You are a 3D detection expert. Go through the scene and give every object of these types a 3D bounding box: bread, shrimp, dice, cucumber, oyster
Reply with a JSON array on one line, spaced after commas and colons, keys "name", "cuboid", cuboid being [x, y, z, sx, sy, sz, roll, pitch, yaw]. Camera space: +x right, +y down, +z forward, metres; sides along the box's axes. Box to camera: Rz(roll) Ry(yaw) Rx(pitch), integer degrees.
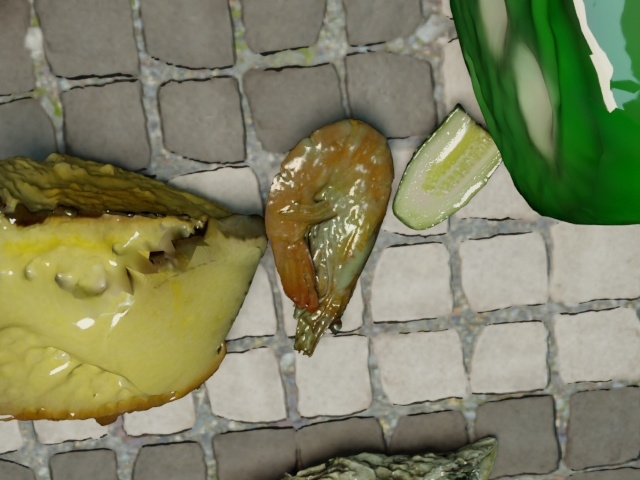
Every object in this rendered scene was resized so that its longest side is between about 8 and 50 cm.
[{"name": "bread", "cuboid": [-0.195, 0.041, 0.720, 0.262, 0.162, 0.204, 10, 104, -37]}, {"name": "shrimp", "cuboid": [-0.001, -0.001, 0.752, 0.115, 0.051, 0.217, 3, 114, -25]}, {"name": "dice", "cuboid": [0.244, -0.192, 0.586, 0.286, 0.300, 0.297, -15, 103, 1]}, {"name": "cucumber", "cuboid": [0.102, -0.060, 0.755, 0.067, 0.035, 0.107, 35, 108, -20]}, {"name": "oyster", "cuboid": [0.020, 0.247, 0.810, 0.199, 0.087, 0.252, 32, 110, -18]}]
